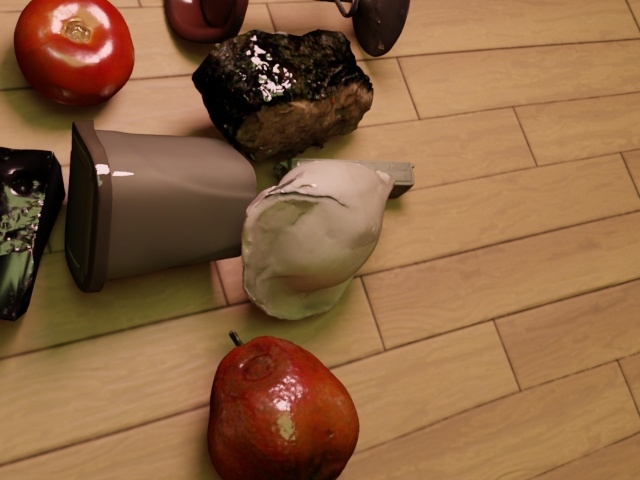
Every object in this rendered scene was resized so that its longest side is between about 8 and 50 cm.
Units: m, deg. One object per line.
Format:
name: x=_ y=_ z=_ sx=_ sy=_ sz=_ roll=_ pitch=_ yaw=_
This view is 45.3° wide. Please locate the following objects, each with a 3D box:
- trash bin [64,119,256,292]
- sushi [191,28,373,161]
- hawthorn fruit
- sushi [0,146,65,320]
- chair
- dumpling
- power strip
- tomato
trash bin: x=-0.246 y=-0.059 z=1.148 sx=0.250 sy=0.219 sz=0.219 roll=-6 pitch=33 yaw=-33
sushi: x=-0.053 y=-0.245 z=1.297 sx=0.350 sy=0.211 sz=0.170 roll=-16 pitch=78 yaw=-58
hawthorn fruit: x=-0.066 y=0.244 z=1.129 sx=0.224 sy=0.224 sz=0.260 roll=-11 pitch=62 yaw=-27
sushi: x=-0.483 y=-0.025 z=1.067 sx=0.213 sy=0.215 sz=0.227 roll=12 pitch=87 yaw=-14
chair: x=-0.062 y=-0.455 z=1.390 sx=0.401 sy=0.226 sz=0.226 roll=-3 pitch=72 yaw=-24
dumpling: x=0.001 y=-0.001 z=1.253 sx=0.181 sy=0.260 sz=0.341 roll=15 pitch=18 yaw=9
power strip: x=0.047 y=-0.112 z=1.387 sx=0.272 sy=0.078 sz=0.052 roll=-1 pitch=72 yaw=-24
tomato: x=-0.395 y=-0.307 z=1.236 sx=0.195 sy=0.136 sz=0.195 roll=7 pitch=71 yaw=-21
